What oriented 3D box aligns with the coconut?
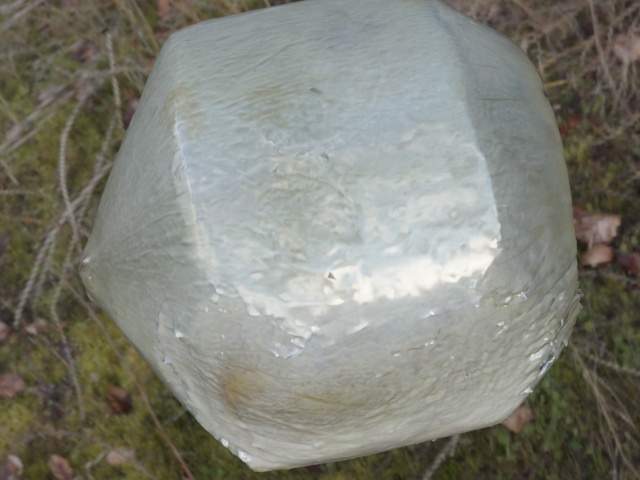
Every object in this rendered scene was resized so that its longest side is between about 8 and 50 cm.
[{"bbox_3d":[0.000,0.000,0.557,0.247,0.245,0.245,-14,50,0],"label":"coconut"}]
